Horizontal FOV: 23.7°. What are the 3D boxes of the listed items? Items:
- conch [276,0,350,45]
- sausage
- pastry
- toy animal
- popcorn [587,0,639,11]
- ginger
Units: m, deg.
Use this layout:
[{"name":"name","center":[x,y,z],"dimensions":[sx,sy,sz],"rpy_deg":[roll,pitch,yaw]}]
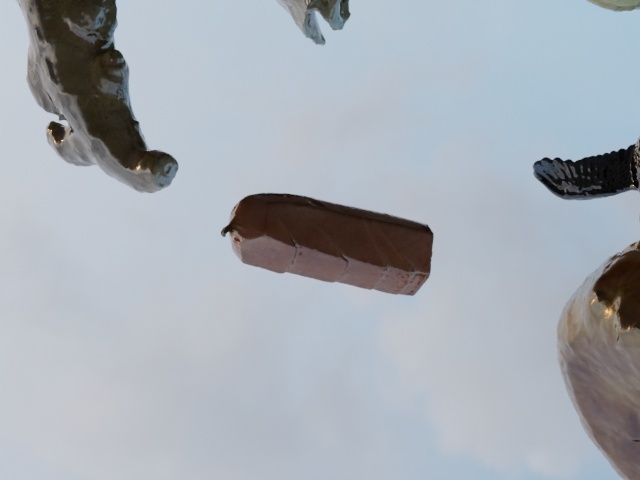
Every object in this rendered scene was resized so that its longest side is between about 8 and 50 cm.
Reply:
[{"name":"conch","center":[-0.027,-0.376,1.695],"dimensions":[0.186,0.263,0.324],"rpy_deg":[15,-111,-3]},{"name":"sausage","center":[0.000,0.000,1.173],"dimensions":[0.169,0.065,0.065],"rpy_deg":[12,-153,-19]},{"name":"pastry","center":[0.388,0.148,1.455],"dimensions":[0.356,0.356,0.164],"rpy_deg":[26,-123,33]},{"name":"toy animal","center":[0.464,-0.089,2.110],"dimensions":[0.160,0.197,0.272],"rpy_deg":[-41,-169,-21]},{"name":"popcorn","center":[0.346,-0.366,1.695],"dimensions":[0.184,0.204,0.221],"rpy_deg":[15,-138,40]},{"name":"ginger","center":[-0.243,-0.180,1.523],"dimensions":[0.080,0.166,0.333],"rpy_deg":[-21,-98,-40]}]
